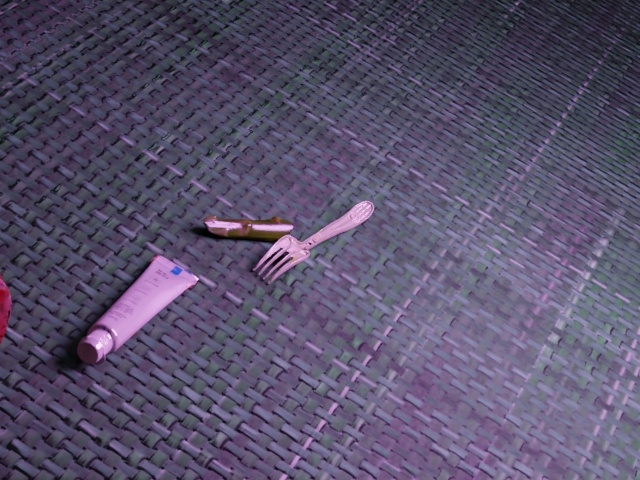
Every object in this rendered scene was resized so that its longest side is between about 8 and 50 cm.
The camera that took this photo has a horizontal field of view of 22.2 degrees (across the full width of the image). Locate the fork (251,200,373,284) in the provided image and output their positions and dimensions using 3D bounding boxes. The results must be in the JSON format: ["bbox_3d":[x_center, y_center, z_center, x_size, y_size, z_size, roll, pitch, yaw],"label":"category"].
[{"bbox_3d":[0.002,-0.005,1.729,0.034,0.028,0.219,35,34,18],"label":"fork"}]

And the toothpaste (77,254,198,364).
[{"bbox_3d":[-0.172,0.063,1.516,0.048,0.031,0.190,29,30,8],"label":"toothpaste"}]

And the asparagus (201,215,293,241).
[{"bbox_3d":[-0.078,-0.014,1.690,0.108,0.021,0.025,2,37,-32],"label":"asparagus"}]

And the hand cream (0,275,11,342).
[{"bbox_3d":[-0.354,0.073,1.199,0.149,0.230,0.230,34,34,15],"label":"hand cream"}]
